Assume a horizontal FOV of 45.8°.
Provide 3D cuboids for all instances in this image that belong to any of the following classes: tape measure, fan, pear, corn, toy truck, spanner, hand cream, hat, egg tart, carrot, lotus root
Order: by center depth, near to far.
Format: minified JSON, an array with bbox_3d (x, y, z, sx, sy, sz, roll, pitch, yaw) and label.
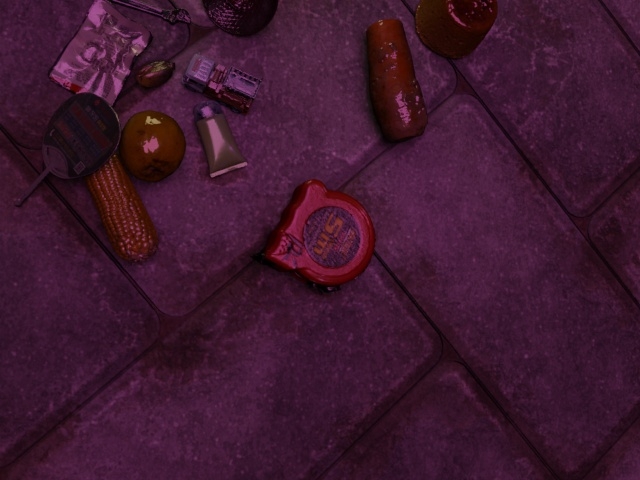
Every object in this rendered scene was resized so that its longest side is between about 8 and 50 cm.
[{"bbox_3d":[-0.541,-0.192,1.669,0.223,0.012,0.294,13,78,27],"label":"fan"},{"bbox_3d":[-0.461,-0.092,1.707,0.106,0.106,0.305,-26,87,-16],"label":"corn"},{"bbox_3d":[-0.379,-0.213,1.712,0.149,0.149,0.162,8,61,-14],"label":"pear"},{"bbox_3d":[-0.385,-0.393,1.782,0.099,0.049,0.054,-29,72,-19],"label":"lotus root"},{"bbox_3d":[-0.234,-0.376,1.789,0.178,0.115,0.080,23,79,-10],"label":"toy truck"},{"bbox_3d":[-0.248,-0.247,1.810,0.095,0.046,0.174,-21,97,-17],"label":"hand cream"},{"bbox_3d":[-0.411,-0.558,1.812,0.209,0.012,0.046,15,80,-13],"label":"spanner"},{"bbox_3d":[0.000,-0.001,1.817,0.261,0.114,0.253,30,77,-14],"label":"tape measure"},{"bbox_3d":[-0.189,-0.604,1.847,0.193,0.082,0.193,4,115,8],"label":"hat"},{"bbox_3d":[0.181,-0.394,1.901,0.139,0.139,0.301,-11,80,-16],"label":"carrot"},{"bbox_3d":[0.362,-0.589,1.956,0.203,0.147,0.202,2,81,-15],"label":"egg tart"}]

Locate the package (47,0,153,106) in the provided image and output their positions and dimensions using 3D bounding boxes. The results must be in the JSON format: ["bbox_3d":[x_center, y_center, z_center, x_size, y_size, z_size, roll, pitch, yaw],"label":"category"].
[{"bbox_3d":[-0.507,-0.434,1.763,0.166,0.040,0.231,29,86,-8],"label":"package"}]
